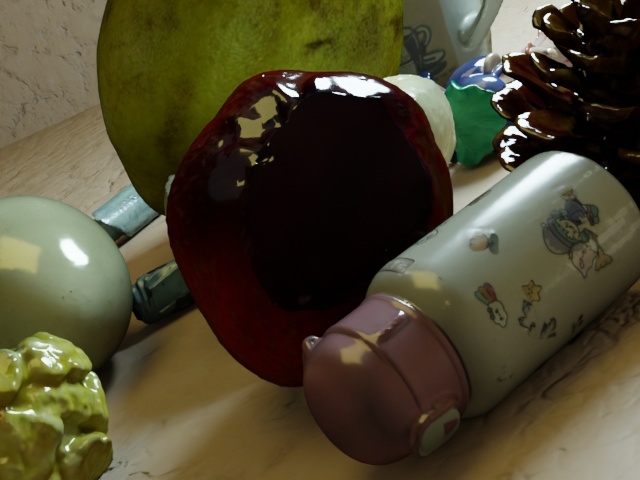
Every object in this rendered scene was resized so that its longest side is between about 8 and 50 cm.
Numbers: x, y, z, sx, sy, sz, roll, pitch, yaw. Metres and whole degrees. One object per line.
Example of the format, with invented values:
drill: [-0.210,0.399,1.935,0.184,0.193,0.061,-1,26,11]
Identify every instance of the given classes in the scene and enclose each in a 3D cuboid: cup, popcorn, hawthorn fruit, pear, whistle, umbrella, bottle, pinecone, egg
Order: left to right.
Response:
popcorn: [-0.254,0.142,0.875,0.195,0.173,0.168,-16,32,49]
egg: [-0.276,0.052,1.121,0.188,0.189,0.253,-34,22,-24]
whistle: [-0.227,-0.079,1.687,0.062,0.062,0.312,-14,21,38]
umbrella: [-0.085,0.008,1.203,0.250,0.053,0.052,-31,16,-12]
pear: [-0.084,-0.215,1.324,0.352,0.352,0.413,-69,5,-67]
hawthorn fruit: [0.000,0.000,0.840,0.215,0.250,0.215,-5,49,6]
cup: [0.138,-0.311,1.484,0.227,0.257,0.301,-39,19,-28]
bottle: [0.091,0.044,0.715,0.233,0.110,0.110,-35,18,-28]
pinecone: [0.217,-0.102,0.830,0.207,0.208,0.208,-25,16,8]

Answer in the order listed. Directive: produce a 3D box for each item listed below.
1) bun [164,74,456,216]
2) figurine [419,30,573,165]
bun: [0.001,-0.048,1.080,0.287,0.146,0.287,-23,14,6]
figurine: [0.197,-0.148,1.192,0.195,0.111,0.102,-29,33,-19]
